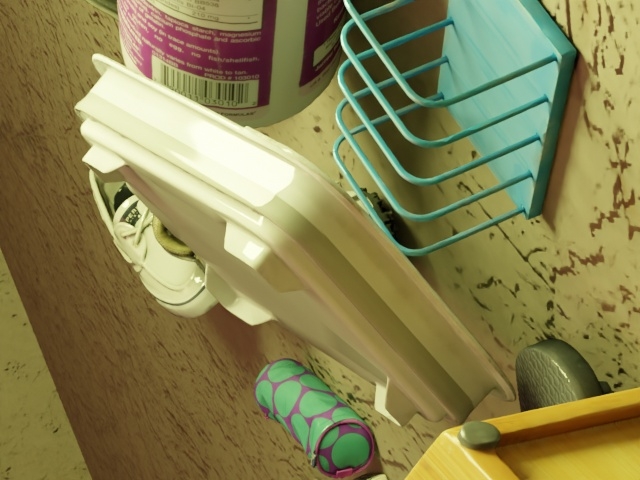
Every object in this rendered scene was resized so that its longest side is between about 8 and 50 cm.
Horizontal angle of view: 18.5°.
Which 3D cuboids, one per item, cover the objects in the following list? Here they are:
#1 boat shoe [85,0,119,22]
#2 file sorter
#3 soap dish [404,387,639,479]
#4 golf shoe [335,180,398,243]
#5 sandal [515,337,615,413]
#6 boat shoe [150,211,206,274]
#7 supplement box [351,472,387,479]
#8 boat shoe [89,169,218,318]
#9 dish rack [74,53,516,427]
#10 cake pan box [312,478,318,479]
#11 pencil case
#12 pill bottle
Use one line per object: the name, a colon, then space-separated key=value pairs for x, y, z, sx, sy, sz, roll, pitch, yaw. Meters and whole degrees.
boat shoe: x=-0.141 y=-0.205 z=1.752 sx=0.335 sy=0.095 sz=0.112 roll=44 pitch=152 yaw=52
file sorter: x=0.075 y=-0.088 z=1.230 sx=0.118 sy=0.104 sz=0.170 roll=57 pitch=160 yaw=28
soap dish: x=0.196 y=0.190 z=1.050 sx=0.291 sy=0.228 sz=0.118 roll=46 pitch=137 yaw=51
golf shoe: x=0.000 y=0.000 z=1.598 sx=0.198 sy=0.094 sz=0.077 roll=20 pitch=130 yaw=66
sandal: x=0.173 y=0.132 z=1.331 sx=0.254 sy=0.054 sz=0.097 roll=80 pitch=168 yaw=-65
boat shoe: x=-0.123 y=-0.026 z=1.935 sx=0.285 sy=0.092 sz=0.103 roll=37 pitch=146 yaw=59
supplement box: x=0.057 y=0.274 z=1.876 sx=0.098 sy=0.036 sz=0.062 roll=67 pitch=164 yaw=-2
boat shoe: x=-0.178 y=-0.014 z=2.093 sx=0.088 sy=0.096 sz=0.267 roll=39 pitch=-169 yaw=-37
dish rack: x=-0.035 y=0.010 z=1.392 sx=0.333 sy=0.072 sz=0.285 roll=30 pitch=167 yaw=50
cake pan box: x=-0.049 y=0.412 z=2.028 sx=0.267 sy=0.245 sz=0.070 roll=57 pitch=165 yaw=24
pencil case: x=-0.008 y=0.172 z=1.895 sx=0.151 sy=0.064 sz=0.070 roll=41 pitch=125 yaw=56
pill bottle: x=-0.059 y=-0.223 z=1.350 sx=0.169 sy=0.169 sz=0.301 roll=58 pitch=161 yaw=26
